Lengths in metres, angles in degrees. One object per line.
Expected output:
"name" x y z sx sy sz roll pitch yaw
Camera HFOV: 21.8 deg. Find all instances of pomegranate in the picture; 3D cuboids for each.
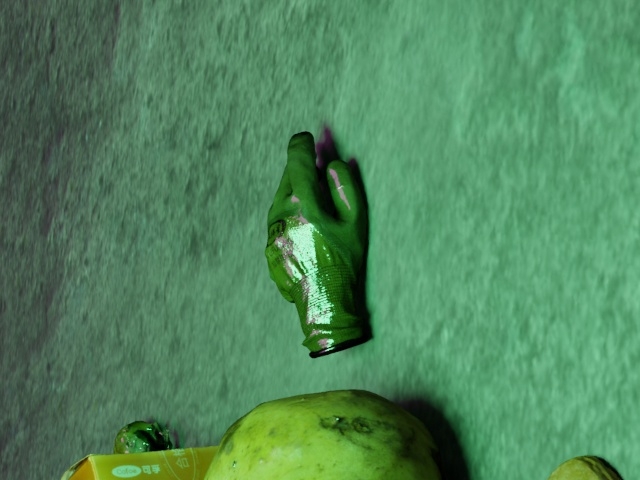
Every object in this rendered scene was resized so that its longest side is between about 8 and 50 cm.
"pomegranate" 0.002 0.290 1.737 0.281 0.281 0.281 2 93 60

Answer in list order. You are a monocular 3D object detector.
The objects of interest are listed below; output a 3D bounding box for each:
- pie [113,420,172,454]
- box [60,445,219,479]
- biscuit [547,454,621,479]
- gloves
"pie" -0.244 0.448 2.352 0.296 0.078 0.371 -58 42 42
"box" -0.184 0.434 2.096 0.143 0.225 0.341 -49 51 47
"biscuit" 0.247 0.360 1.521 0.205 0.049 0.324 -10 80 61
"gloves" -0.006 0.002 1.905 0.135 0.107 0.268 -19 69 27
